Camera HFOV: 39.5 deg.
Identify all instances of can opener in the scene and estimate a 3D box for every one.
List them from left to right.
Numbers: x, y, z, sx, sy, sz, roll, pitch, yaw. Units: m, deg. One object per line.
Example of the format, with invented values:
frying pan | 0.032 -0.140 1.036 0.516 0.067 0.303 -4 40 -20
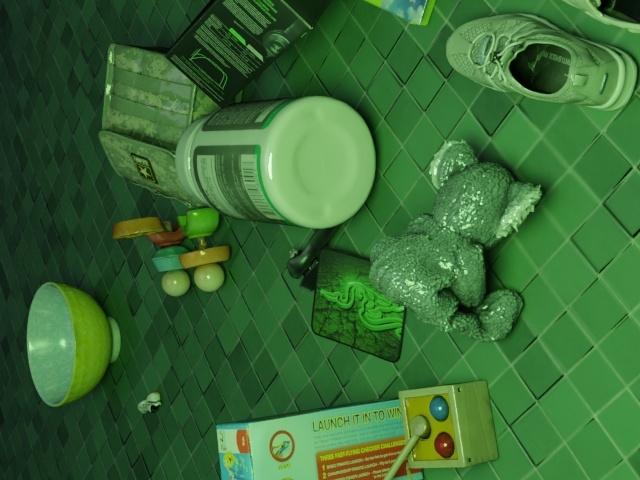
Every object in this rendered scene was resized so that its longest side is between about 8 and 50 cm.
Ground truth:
can opener | 0.000 0.000 1.502 0.186 0.073 0.059 -60 9 28

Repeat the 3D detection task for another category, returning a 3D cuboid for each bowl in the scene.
bowl | -0.570 0.240 2.116 0.289 0.156 0.290 1 91 52

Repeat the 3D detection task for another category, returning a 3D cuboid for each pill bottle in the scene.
pill bottle | -0.090 -0.131 1.473 0.361 0.204 0.204 10 98 56

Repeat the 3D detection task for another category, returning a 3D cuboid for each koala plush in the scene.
koala plush | 0.186 -0.008 1.174 0.196 0.203 0.221 44 111 41

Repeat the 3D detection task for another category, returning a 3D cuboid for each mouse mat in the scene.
mouse mat | 0.060 0.100 1.428 0.189 0.007 0.153 15 104 39

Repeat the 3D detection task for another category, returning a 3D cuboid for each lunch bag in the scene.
lunch bag | -0.297 -0.221 1.728 0.235 0.169 0.287 20 108 31

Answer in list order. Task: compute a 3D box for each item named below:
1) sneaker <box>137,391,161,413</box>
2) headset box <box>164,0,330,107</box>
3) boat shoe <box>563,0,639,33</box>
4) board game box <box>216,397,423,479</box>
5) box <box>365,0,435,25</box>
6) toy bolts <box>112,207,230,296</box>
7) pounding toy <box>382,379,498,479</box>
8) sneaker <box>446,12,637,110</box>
sneaker | -0.380 0.370 1.981 0.083 0.031 0.037 -48 55 41
headset box | -0.084 -0.390 1.436 0.283 0.131 0.246 -31 24 46
boat shoe | 0.340 -0.298 1.040 0.267 0.088 0.096 49 126 39
board game box | 0.015 0.393 1.276 0.086 0.308 0.302 -16 77 52
box | 0.122 -0.398 1.346 0.178 0.042 0.109 39 120 43
toy bolts | -0.302 0.036 1.769 0.228 0.218 0.159 166 95 -69
pounding toy | 0.160 0.272 1.258 0.141 0.100 0.130 -19 75 49
sneaker | 0.254 -0.236 1.125 0.281 0.115 0.105 25 109 48
